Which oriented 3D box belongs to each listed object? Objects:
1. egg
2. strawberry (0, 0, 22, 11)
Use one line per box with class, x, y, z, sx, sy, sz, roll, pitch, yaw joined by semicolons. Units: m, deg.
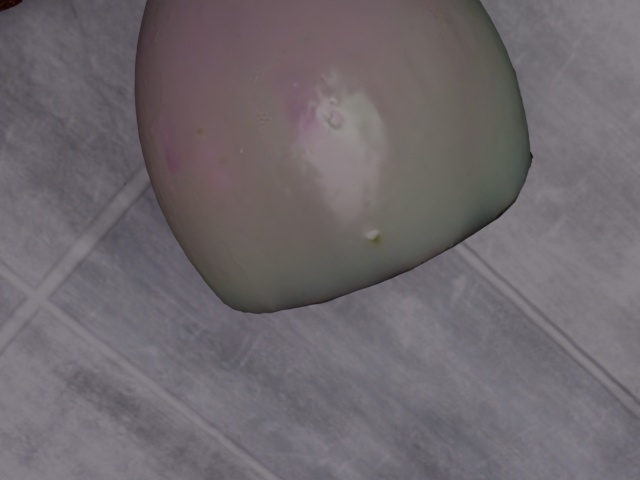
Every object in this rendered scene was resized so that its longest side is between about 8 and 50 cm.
egg;-0.015;-0.157;0.791;0.355;0.354;0.339;-23;106;9
strawberry;-0.401;-0.335;0.802;0.292;0.310;0.291;15;120;29
